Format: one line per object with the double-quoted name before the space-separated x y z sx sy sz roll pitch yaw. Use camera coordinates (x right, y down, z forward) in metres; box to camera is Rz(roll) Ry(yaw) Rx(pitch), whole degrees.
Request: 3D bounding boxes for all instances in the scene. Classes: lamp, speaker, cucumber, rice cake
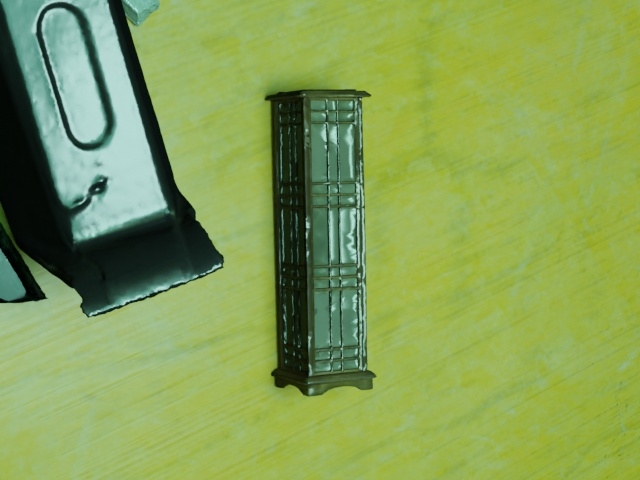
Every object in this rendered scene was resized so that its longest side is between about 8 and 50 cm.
"lamp" 0.000 0.000 1.426 0.090 0.089 0.326 -2 94 -29
"speaker" -0.233 -0.142 1.229 0.180 0.184 0.388 -22 104 -20
"cucumber" -0.347 -0.016 1.269 0.070 0.046 0.220 -33 105 -16
"rice cake" -0.234 -0.282 1.326 0.170 0.029 0.033 40 68 -24
